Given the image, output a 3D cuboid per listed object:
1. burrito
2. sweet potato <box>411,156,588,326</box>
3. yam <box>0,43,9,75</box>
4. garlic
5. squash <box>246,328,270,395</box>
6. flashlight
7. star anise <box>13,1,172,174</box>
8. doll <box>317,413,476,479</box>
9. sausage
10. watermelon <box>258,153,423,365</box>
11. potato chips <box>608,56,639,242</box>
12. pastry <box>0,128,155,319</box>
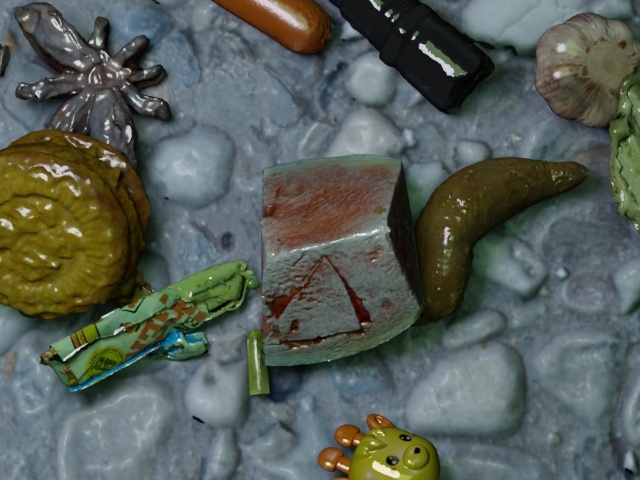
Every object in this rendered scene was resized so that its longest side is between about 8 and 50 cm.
[{"bbox_3d":[-0.205,0.115,1.796,0.288,0.054,0.104,-28,124,-14],"label":"burrito"},{"bbox_3d":[0.187,-0.019,1.803,0.310,0.098,0.124,-46,102,-8],"label":"sweet potato"},{"bbox_3d":[-0.536,-0.269,1.897,0.264,0.046,0.046,16,80,5],"label":"yam"},{"bbox_3d":[0.339,-0.214,1.828,0.159,0.102,0.147,-6,91,-20],"label":"garlic"},{"bbox_3d":[-0.079,0.152,1.813,0.027,0.027,0.083,-5,80,1],"label":"squash"},{"bbox_3d":[0.043,-0.333,1.867,0.424,0.103,0.103,44,84,10],"label":"flashlight"},{"bbox_3d":[-0.292,-0.184,1.843,0.198,0.110,0.258,-3,76,-1],"label":"star anise"},{"bbox_3d":[0.105,0.293,1.744,0.221,0.135,0.143,26,49,12],"label":"doll"},{"bbox_3d":[-0.072,-0.311,1.876,0.197,0.076,0.076,33,82,6],"label":"sausage"},{"bbox_3d":[0.000,0.000,1.746,0.213,0.201,0.262,-11,71,14],"label":"watermelon"},{"bbox_3d":[0.543,-0.070,1.801,0.358,0.070,0.429,-28,90,-12],"label":"potato chips"},{"bbox_3d":[-0.334,-0.010,1.764,0.240,0.132,0.235,0,108,13],"label":"pastry"}]
